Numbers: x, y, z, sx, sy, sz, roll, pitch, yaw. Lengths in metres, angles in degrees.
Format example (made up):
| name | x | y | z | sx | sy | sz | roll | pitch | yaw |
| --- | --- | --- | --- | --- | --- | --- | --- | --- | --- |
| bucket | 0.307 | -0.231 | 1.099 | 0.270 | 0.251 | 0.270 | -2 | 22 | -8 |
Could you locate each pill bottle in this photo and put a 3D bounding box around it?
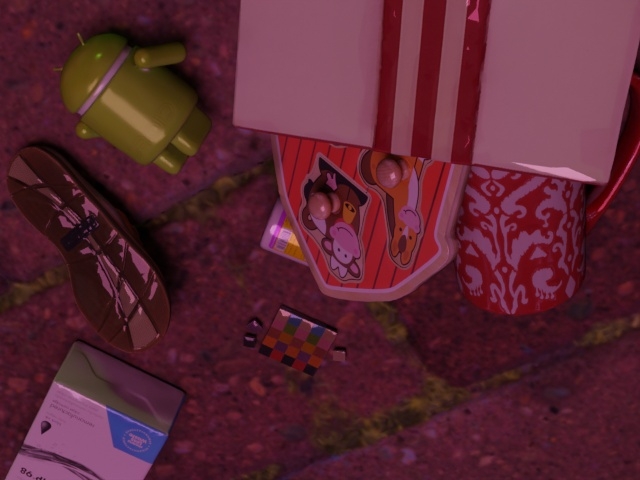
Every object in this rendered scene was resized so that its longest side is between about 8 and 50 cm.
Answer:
| name | x | y | z | sx | sy | sz | roll | pitch | yaw |
| --- | --- | --- | --- | --- | --- | --- | --- | --- | --- |
| pill bottle | 0.000 | 0.000 | 1.085 | 0.083 | 0.043 | 0.043 | 22 | 123 | -4 |

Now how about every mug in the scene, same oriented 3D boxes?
| name | x | y | z | sx | sy | sz | roll | pitch | yaw |
| --- | --- | --- | --- | --- | --- | --- | --- | --- | --- |
| mug | 0.148 | -0.042 | 0.992 | 0.150 | 0.113 | 0.169 | 0 | 125 | 14 |

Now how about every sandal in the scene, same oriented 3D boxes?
| name | x | y | z | sx | sy | sz | roll | pitch | yaw |
| --- | --- | --- | --- | --- | --- | --- | --- | --- | --- |
| sandal | -0.170 | 0.002 | 1.122 | 0.072 | 0.049 | 0.180 | -33 | 96 | 21 |

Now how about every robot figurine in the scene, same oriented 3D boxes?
| name | x | y | z | sx | sy | sz | roll | pitch | yaw |
| --- | --- | --- | --- | --- | --- | --- | --- | --- | --- |
| robot figurine | -0.134 | -0.099 | 1.034 | 0.115 | 0.067 | 0.101 | 36 | 133 | -12 |

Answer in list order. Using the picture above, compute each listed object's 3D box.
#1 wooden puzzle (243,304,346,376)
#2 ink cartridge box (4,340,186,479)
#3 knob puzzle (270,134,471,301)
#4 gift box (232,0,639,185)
| name | x | y | z | sx | sy | sz | roll | pitch | yaw |
| --- | --- | --- | --- | --- | --- | --- | --- | --- | --- |
| wooden puzzle | -0.019 | 0.079 | 1.161 | 0.083 | 0.006 | 0.049 | 24 | 123 | -5 |
| ink cartridge box | -0.198 | 0.182 | 1.229 | 0.104 | 0.060 | 0.180 | 26 | 123 | -6 |
| knob puzzle | 0.018 | -0.039 | 0.987 | 0.213 | 0.030 | 0.213 | 23 | 121 | 45 |
| gift box | 0.089 | -0.196 | 0.814 | 0.255 | 0.276 | 0.258 | 6 | 122 | 1 |
